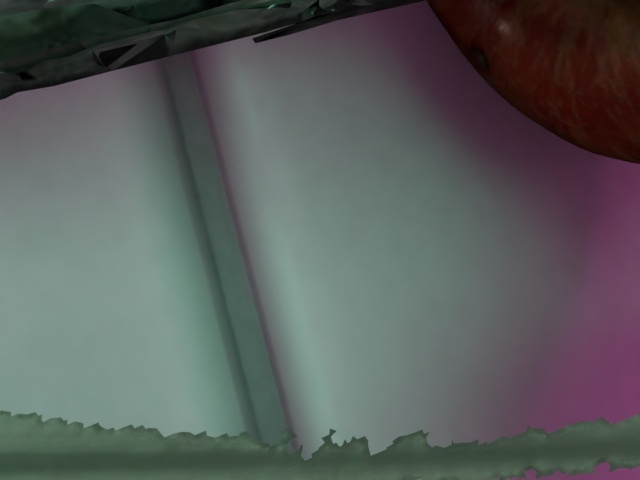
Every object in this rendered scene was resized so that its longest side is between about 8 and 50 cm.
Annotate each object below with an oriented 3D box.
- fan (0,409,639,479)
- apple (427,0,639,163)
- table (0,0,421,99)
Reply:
[{"bbox_3d":[0.106,0.036,0.384,0.415,0.012,0.233,-5,45,6],"label":"fan"},{"bbox_3d":[0.097,-0.091,0.504,0.131,0.146,0.146,-34,93,-37],"label":"apple"},{"bbox_3d":[0.000,0.000,0.247,0.335,0.222,0.272,-16,57,-8],"label":"table"}]
